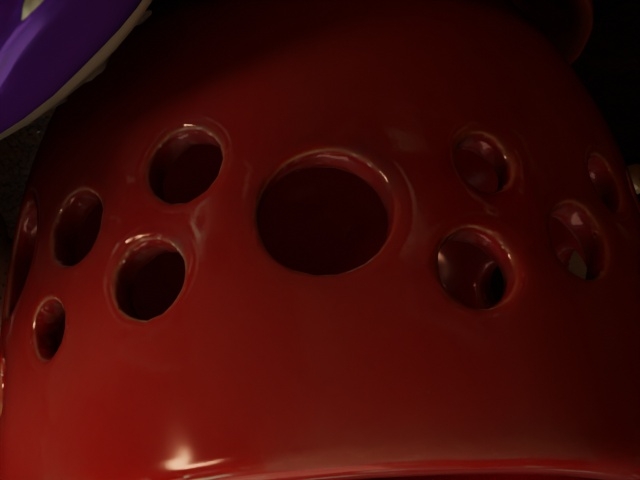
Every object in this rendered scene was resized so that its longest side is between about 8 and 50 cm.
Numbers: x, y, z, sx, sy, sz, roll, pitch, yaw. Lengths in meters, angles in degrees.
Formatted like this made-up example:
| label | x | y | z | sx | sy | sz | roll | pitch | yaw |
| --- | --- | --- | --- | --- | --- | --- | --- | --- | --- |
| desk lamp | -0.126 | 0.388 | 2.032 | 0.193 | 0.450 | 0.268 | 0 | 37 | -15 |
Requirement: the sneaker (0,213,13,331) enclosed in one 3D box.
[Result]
| label | x | y | z | sx | sy | sz | roll | pitch | yaw |
| --- | --- | --- | --- | --- | --- | --- | --- | --- | --- |
| sneaker | -0.246 | 0.030 | 0.510 | 0.322 | 0.236 | 0.130 | 14 | -154 | 0 |

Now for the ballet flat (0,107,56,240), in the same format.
| label | x | y | z | sx | sy | sz | roll | pitch | yaw |
| --- | --- | --- | --- | --- | --- | --- | --- | --- | --- |
| ballet flat | -0.161 | 0.021 | 0.623 | 0.316 | 0.106 | 0.107 | -24 | 179 | 28 |

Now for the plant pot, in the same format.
| label | x | y | z | sx | sy | sz | roll | pitch | yaw |
| --- | --- | --- | --- | --- | --- | --- | --- | --- | --- |
| plant pot | 0.000 | 0.000 | 0.464 | 0.191 | 0.174 | 0.191 | -5 | 164 | -1 |

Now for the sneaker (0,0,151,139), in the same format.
| label | x | y | z | sx | sy | sz | roll | pitch | yaw |
| --- | --- | --- | --- | --- | --- | --- | --- | --- | --- |
| sneaker | -0.170 | -0.033 | 0.339 | 0.293 | 0.102 | 0.146 | -19 | -169 | 8 |

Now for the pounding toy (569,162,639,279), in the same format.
| label | x | y | z | sx | sy | sz | roll | pitch | yaw |
| --- | --- | --- | --- | --- | --- | --- | --- | --- | --- |
| pounding toy | 0.157 | 0.057 | 0.757 | 0.269 | 0.154 | 0.155 | 2 | 168 | 7 |
